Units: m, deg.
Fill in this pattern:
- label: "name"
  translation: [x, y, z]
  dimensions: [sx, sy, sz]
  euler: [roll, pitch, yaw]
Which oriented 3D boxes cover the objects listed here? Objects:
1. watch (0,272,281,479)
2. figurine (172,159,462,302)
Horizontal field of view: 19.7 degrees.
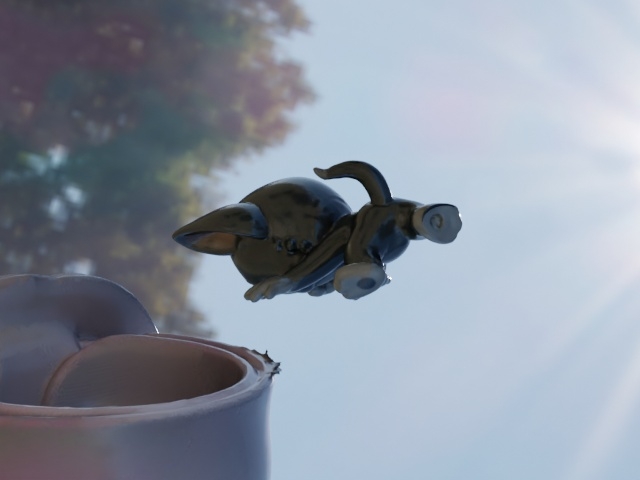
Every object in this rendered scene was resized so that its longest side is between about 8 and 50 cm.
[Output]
- label: "watch"
  translation: [-0.147, 0.101, 0.932]
  dimensions: [0.217, 0.248, 0.210]
  euler: [16, -74, 60]
- label: "figurine"
  translation: [0.001, -0.005, 1.760]
  dimensions: [0.265, 0.193, 0.140]
  euler: [-26, -93, 49]
